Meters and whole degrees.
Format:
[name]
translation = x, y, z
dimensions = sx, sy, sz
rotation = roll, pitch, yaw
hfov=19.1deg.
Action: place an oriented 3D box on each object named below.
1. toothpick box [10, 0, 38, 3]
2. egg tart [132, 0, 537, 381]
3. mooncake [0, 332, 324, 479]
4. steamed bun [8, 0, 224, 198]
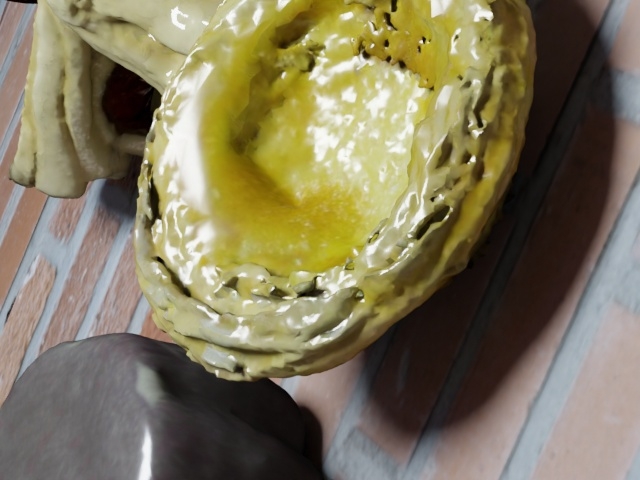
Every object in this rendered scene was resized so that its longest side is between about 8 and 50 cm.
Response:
[toothpick box]
translation = -0.262, -0.350, 1.732
dimensions = 0.192, 0.192, 0.294
rotation = -49, 30, 34
[egg tart]
translation = 0.015, -0.047, 1.078
dimensions = 0.288, 0.118, 0.288
rotation = -18, 56, 30
[mooncake]
translation = -0.121, 0.212, 1.163
dimensions = 0.306, 0.154, 0.306
rotation = -38, 42, 46
[steamed bun]
translation = -0.115, -0.207, 1.392
dimensions = 0.247, 0.189, 0.428
rotation = -84, 6, -74
